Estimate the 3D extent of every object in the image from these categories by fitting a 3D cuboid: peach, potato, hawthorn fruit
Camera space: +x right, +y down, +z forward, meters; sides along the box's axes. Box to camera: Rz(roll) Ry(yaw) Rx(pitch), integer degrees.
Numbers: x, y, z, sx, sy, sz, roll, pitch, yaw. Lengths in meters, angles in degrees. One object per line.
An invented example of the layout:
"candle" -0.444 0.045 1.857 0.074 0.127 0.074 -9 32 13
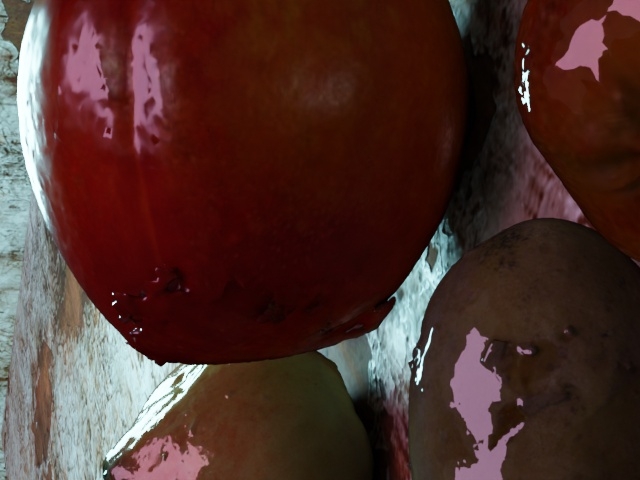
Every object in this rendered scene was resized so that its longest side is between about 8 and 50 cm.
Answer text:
"peach" -0.075 0.184 1.341 0.232 0.233 0.232 -177 90 -72
"potato" 0.123 0.118 0.875 0.165 0.165 0.262 -139 51 -67
"peach" -0.062 -0.086 1.158 0.370 0.370 0.370 -177 90 -72
"hawthorn fruit" 0.192 -0.095 0.698 0.225 0.197 0.196 -62 -5 -46
